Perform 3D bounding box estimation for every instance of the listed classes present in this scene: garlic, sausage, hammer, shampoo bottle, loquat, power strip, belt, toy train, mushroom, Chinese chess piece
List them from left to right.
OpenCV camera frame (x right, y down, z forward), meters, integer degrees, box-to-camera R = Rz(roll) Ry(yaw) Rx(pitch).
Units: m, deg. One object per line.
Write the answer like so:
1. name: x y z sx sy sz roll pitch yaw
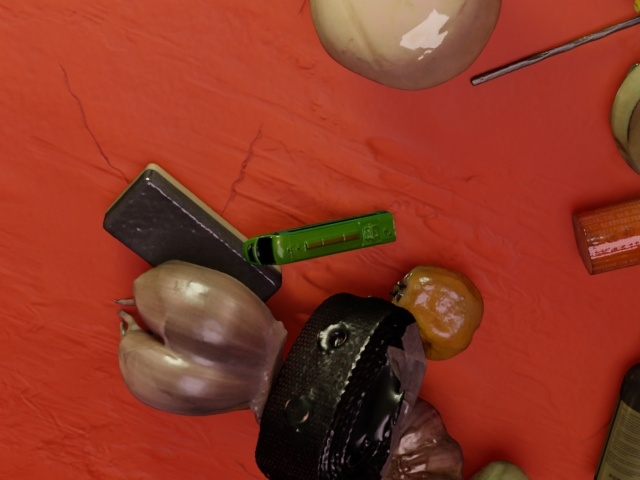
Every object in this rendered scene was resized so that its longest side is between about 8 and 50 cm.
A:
1. power strip: -0.169 0.013 1.879 0.256 0.070 0.105 40 109 -16
2. garlic: -0.165 0.141 1.855 0.292 0.237 0.210 21 89 6
3. toy train: 0.000 0.000 1.859 0.209 0.042 0.044 -12 99 -18
4. belt: 0.042 0.217 1.841 0.184 0.164 0.289 35 74 -50
5. garlic: 0.104 0.339 1.971 0.245 0.245 0.160 -37 152 12
6. mushroom: 0.112 -0.299 1.704 0.246 0.202 0.246 -5 72 15
7. loquat: 0.160 0.097 1.910 0.137 0.113 0.137 5 113 11
8. hammer: 0.336 -0.263 1.816 0.292 0.029 0.058 -20 111 7
9. shampoo bottle: 0.479 0.255 1.997 0.101 0.101 0.284 9 112 -7
10. Chinese chess piece: 0.484 -0.165 1.835 0.188 0.083 0.188 -2 114 -5
11. sausage: 0.511 -0.028 1.887 0.312 0.093 0.093 -13 113 1

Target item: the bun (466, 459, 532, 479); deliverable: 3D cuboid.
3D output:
1. bun: 0.242 0.420 2.000 0.118 0.195 0.195 45 104 -1

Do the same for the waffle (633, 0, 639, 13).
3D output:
1. waffle: 0.513 -0.387 1.734 0.329 0.062 0.329 -2 106 -7
